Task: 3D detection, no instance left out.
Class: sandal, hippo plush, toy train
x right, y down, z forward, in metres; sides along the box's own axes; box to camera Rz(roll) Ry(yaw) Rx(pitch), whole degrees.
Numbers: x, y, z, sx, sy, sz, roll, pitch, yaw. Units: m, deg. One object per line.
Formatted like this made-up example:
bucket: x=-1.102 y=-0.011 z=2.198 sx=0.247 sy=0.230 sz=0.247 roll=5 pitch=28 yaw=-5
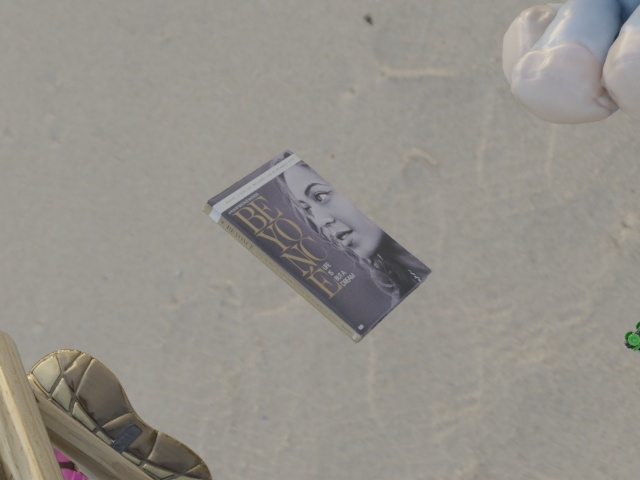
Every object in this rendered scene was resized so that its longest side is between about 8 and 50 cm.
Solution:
sandal: x=-0.153 y=0.150 z=0.916 sx=0.180 sy=0.049 sz=0.072 roll=35 pitch=54 yaw=21
hippo plush: x=0.261 y=-0.228 z=0.911 sx=0.294 sy=0.237 sz=0.234 roll=-16 pitch=19 yaw=-13
toy train: x=0.270 y=0.058 z=0.964 sx=0.083 sy=0.017 sz=0.024 roll=-44 pitch=94 yaw=3

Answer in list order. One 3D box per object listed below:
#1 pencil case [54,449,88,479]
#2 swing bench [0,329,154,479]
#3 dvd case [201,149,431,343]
pencil case: x=-0.286 y=0.149 z=1.018 sx=0.095 sy=0.209 sz=0.098 roll=-43 pitch=25 yaw=28
swing bench: x=-0.137 y=0.209 z=0.421 sx=0.253 sy=0.165 sz=0.255 roll=-47 pitch=22 yaw=6
dvd case: x=0.000 y=0.000 z=1.365 sx=0.221 sy=0.164 sz=0.018 roll=40 pitch=130 yaw=10
